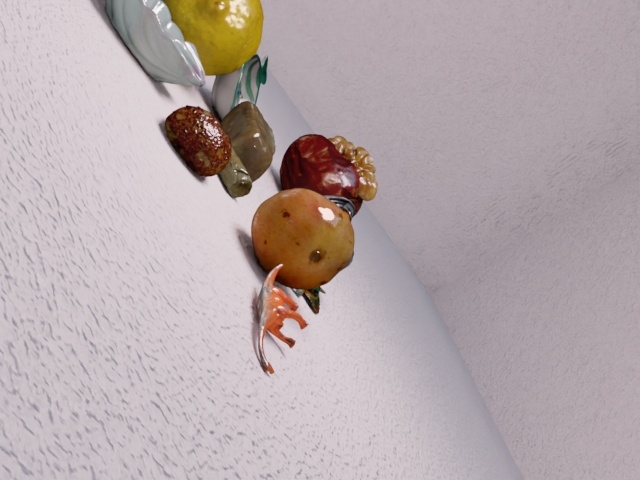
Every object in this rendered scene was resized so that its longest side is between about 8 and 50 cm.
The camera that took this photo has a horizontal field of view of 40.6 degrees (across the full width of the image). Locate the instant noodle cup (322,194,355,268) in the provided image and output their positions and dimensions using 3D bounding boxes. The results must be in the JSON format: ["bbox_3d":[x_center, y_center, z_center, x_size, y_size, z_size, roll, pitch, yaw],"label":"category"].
[{"bbox_3d":[0.000,0.000,1.837,0.208,0.177,0.126,14,53,-45],"label":"instant noodle cup"}]

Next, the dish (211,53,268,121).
[{"bbox_3d":[-0.202,-0.365,2.072,0.246,0.078,0.224,-64,166,-49],"label":"dish"}]

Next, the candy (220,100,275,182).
[{"bbox_3d":[-0.160,-0.217,1.886,0.104,0.102,0.234,55,9,-27],"label":"candy"}]

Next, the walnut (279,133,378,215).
[{"bbox_3d":[0.015,-0.169,2.236,0.269,0.244,0.222,57,8,32],"label":"walnut"}]

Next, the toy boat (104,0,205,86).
[{"bbox_3d":[-0.330,-0.412,1.668,0.290,0.100,0.199,56,9,1],"label":"toy boat"}]

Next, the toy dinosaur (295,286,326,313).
[{"bbox_3d":[-0.016,0.104,1.764,0.187,0.044,0.106,67,11,-52],"label":"toy dinosaur"}]

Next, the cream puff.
[{"bbox_3d":[-0.213,-0.185,1.545,0.149,0.084,0.149,57,7,-10],"label":"cream puff"}]

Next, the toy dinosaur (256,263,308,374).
[{"bbox_3d":[-0.068,0.122,1.341,0.101,0.055,0.280,41,16,-28],"label":"toy dinosaur"}]

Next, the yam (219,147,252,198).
[{"bbox_3d":[-0.180,-0.148,1.699,0.132,0.054,0.054,60,9,25],"label":"yam"}]

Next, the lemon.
[{"bbox_3d":[-0.250,-0.482,1.890,0.253,0.253,0.310,54,-6,-17],"label":"lemon"}]

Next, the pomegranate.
[{"bbox_3d":[-0.034,-0.007,1.568,0.191,0.191,0.191,55,9,-12],"label":"pomegranate"}]
